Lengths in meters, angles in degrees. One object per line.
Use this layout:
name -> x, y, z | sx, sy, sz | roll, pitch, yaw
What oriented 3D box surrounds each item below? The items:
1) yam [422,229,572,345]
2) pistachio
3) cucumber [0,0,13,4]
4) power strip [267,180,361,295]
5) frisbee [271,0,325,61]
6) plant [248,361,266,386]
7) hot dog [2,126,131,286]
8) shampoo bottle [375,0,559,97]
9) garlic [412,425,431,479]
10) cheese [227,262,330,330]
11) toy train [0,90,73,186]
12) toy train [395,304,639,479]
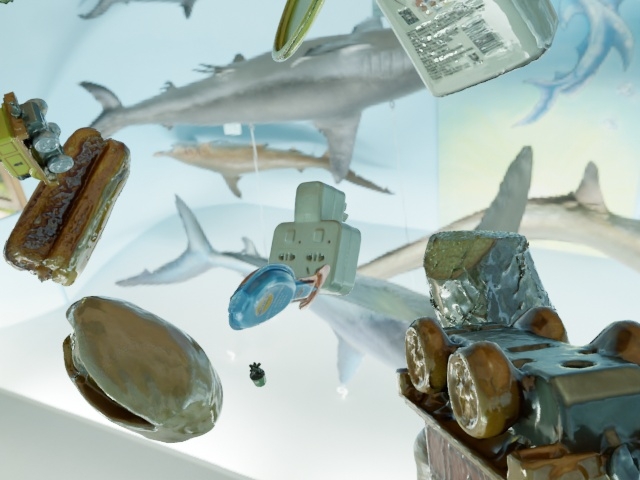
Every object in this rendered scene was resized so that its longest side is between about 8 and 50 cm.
yam -> 0.291, 0.109, 1.067 | 0.201, 0.271, 0.202 | -24, -167, -40
pistachio -> -0.264, 0.184, 0.943 | 0.288, 0.166, 0.197 | 38, -151, 21
cucumber -> -0.590, -0.550, 1.077 | 0.096, 0.096, 0.359 | -19, -120, -18
power strip -> 0.000, 0.000, 1.517 | 0.229, 0.261, 0.141 | -1, 166, 42
frisbee -> -0.006, -0.334, 0.788 | 0.017, 0.236, 0.236 | 21, -154, -17
plant -> -0.198, 0.406, 1.926 | 0.051, 0.102, 0.051 | -8, -141, 7
hot dog -> -0.512, -0.071, 1.295 | 0.158, 0.117, 0.348 | 22, -114, -10
shampoo bottle -> 0.078, -0.256, 0.552 | 0.153, 0.284, 0.071 | -7, -133, 52
garlic -> 0.356, 0.505, 1.393 | 0.241, 0.322, 0.322 | 9, -165, -42
cheese -> -0.056, 0.074, 0.886 | 0.037, 0.106, 0.256 | 35, -165, 22
toy train -> -0.501, -0.162, 1.054 | 0.127, 0.219, 0.089 | -20, -108, -13
toy train -> 0.187, 0.185, 0.596 | 0.163, 0.231, 0.369 | -7, -179, -9
